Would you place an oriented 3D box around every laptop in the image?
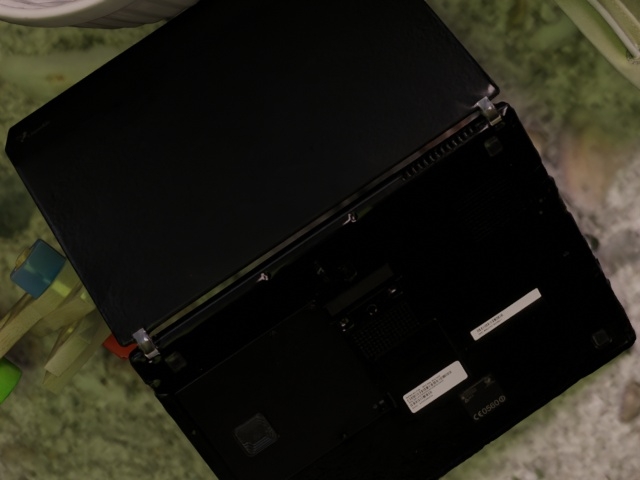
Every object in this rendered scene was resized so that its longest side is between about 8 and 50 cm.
[{"bbox_3d":[0.000,0.000,0.795,0.234,0.136,0.264,-34,115,-2],"label":"laptop"}]

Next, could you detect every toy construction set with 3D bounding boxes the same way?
[{"bbox_3d":[-0.256,-0.010,0.860,0.328,0.151,0.215,37,85,0],"label":"toy construction set"}]

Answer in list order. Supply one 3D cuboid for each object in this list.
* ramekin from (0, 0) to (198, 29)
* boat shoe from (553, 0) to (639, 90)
[{"bbox_3d":[-0.121,-0.210,0.767,0.207,0.109,0.207,-1,88,20],"label":"ramekin"},{"bbox_3d":[0.096,-0.191,0.723,0.302,0.109,0.094,43,115,3],"label":"boat shoe"}]
